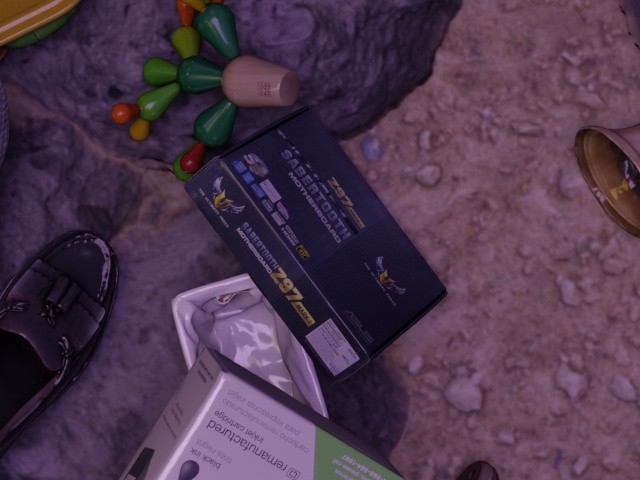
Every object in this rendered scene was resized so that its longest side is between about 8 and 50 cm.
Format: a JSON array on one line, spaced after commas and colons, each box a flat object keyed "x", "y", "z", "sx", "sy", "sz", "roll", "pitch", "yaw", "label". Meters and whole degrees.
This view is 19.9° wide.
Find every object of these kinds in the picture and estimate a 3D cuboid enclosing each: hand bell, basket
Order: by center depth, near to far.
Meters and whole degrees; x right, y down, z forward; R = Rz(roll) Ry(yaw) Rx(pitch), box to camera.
[{"x": -0.066, "y": 0.117, "z": 1.739, "sx": 0.113, "sy": 0.103, "sz": 0.167, "roll": -17, "pitch": 89, "yaw": -2, "label": "basket"}, {"x": 0.379, "y": -0.117, "z": 1.768, "sx": 0.242, "sy": 0.126, "sz": 0.126, "roll": -33, "pitch": 89, "yaw": -15, "label": "hand bell"}]

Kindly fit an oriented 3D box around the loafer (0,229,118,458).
[{"x": -0.284, "y": 0.119, "z": 1.718, "sx": 0.109, "sy": 0.095, "sz": 0.302, "roll": 36, "pitch": 77, "yaw": -7, "label": "loafer"}]

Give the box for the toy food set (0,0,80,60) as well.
[{"x": -0.314, "y": -0.229, "z": 1.772, "sx": 0.218, "sy": 0.071, "sz": 0.128, "roll": -26, "pitch": 65, "yaw": -3, "label": "toy food set"}]

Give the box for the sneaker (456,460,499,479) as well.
[{"x": 0.146, "y": 0.307, "z": 1.764, "sx": 0.071, "sy": 0.066, "sz": 0.188, "roll": 19, "pitch": 93, "yaw": -17, "label": "sneaker"}]

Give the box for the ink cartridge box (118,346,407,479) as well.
[{"x": -0.084, "y": 0.262, "z": 1.573, "sx": 0.198, "sy": 0.115, "sz": 0.273, "roll": 32, "pitch": 91, "yaw": -15, "label": "ink cartridge box"}]

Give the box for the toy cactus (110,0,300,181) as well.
[{"x": -0.106, "y": -0.159, "z": 1.726, "sx": 0.180, "sy": 0.112, "sz": 0.219, "roll": 11, "pitch": 97, "yaw": 35, "label": "toy cactus"}]

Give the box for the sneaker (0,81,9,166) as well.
[{"x": -0.426, "y": -0.007, "z": 1.712, "sx": 0.210, "sy": 0.137, "sz": 0.366, "roll": 18, "pitch": 108, "yaw": 10, "label": "sneaker"}]

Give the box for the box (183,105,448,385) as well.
[{"x": 0.000, "y": 0.000, "z": 1.707, "sx": 0.059, "sy": 0.183, "sz": 0.233, "roll": -37, "pitch": 88, "yaw": 32, "label": "box"}]
